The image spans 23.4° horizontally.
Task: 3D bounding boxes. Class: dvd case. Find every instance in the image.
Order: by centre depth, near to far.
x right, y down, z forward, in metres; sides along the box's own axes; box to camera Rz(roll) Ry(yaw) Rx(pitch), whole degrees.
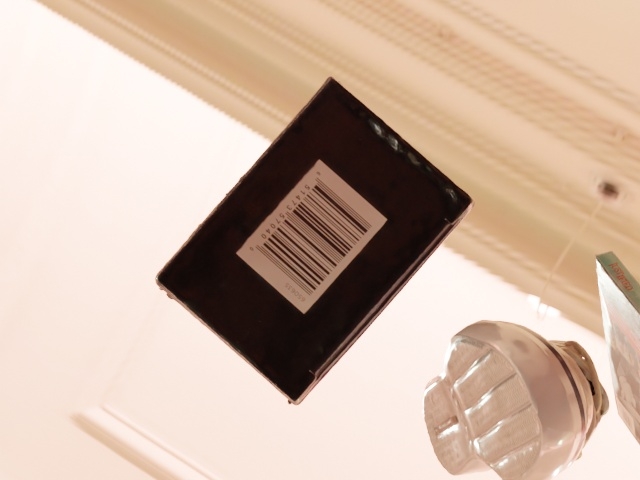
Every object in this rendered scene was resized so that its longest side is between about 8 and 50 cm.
[{"bbox_3d":[0.179,0.075,0.847,0.013,0.119,0.087,-18,-147,-6],"label":"dvd case"}]

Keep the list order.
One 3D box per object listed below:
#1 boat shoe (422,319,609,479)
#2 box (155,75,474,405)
[{"bbox_3d":[0.108,0.076,0.792,0.075,0.226,0.083,-17,-94,-10],"label":"boat shoe"},{"bbox_3d":[0.000,0.000,0.928,0.108,0.207,0.153,41,-87,2],"label":"box"}]
